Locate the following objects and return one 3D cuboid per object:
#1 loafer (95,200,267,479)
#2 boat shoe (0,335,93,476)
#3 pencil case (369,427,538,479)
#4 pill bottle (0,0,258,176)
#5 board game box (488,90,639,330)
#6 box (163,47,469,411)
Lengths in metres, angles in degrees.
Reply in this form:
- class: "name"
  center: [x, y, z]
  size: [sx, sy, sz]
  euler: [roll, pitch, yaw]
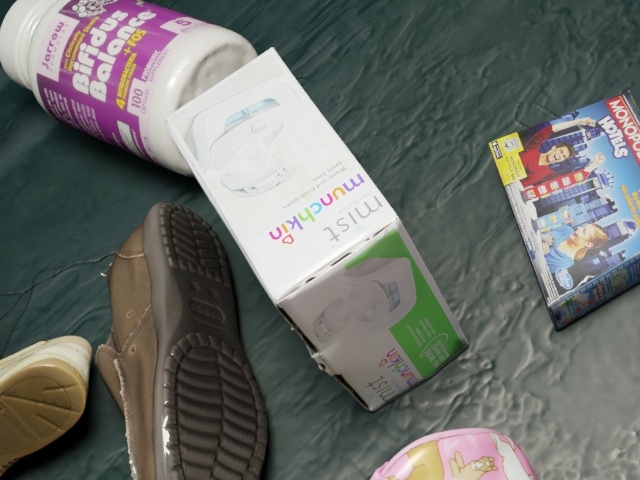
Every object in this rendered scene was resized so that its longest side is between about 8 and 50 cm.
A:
- class: "loafer"
  center: [-0.147, 0.133, 1.063]
  size: [0.130, 0.134, 0.366]
  euler: [-37, 42, 27]
- class: "boat shoe"
  center: [-0.363, 0.198, 1.120]
  size: [0.302, 0.109, 0.098]
  euler: [-33, 19, 12]
- class: "pencil case"
  center: [0.153, 0.336, 0.796]
  size: [0.167, 0.160, 0.386]
  euler: [-28, 57, 4]
- class: "pill bottle"
  center: [-0.227, -0.195, 1.236]
  size: [0.302, 0.169, 0.169]
  euler: [23, 73, 30]
- class: "board game box"
  center: [0.282, -0.038, 1.014]
  size: [0.194, 0.060, 0.194]
  euler: [-19, 57, 9]
- class: "box"
  center: [0.000, 0.000, 0.981]
  size: [0.127, 0.262, 0.231]
  euler: [-35, 55, 0]
